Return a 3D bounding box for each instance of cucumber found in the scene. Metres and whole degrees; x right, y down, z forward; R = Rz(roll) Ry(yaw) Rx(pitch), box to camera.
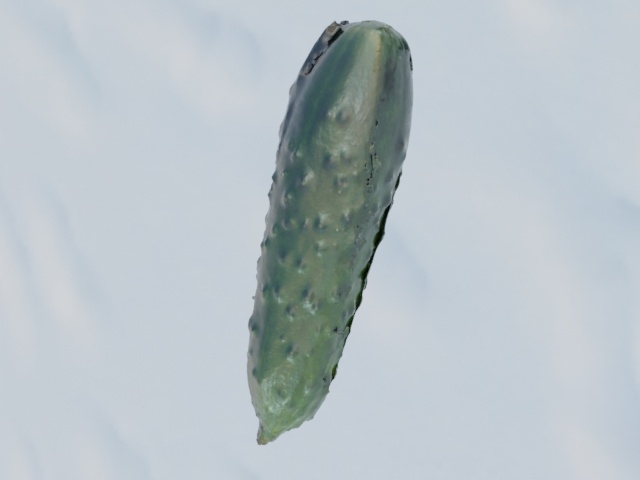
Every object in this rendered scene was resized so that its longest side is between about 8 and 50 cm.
[{"bbox_3d":[0.000,0.000,0.887,0.069,0.069,0.227,36,117,54],"label":"cucumber"}]
